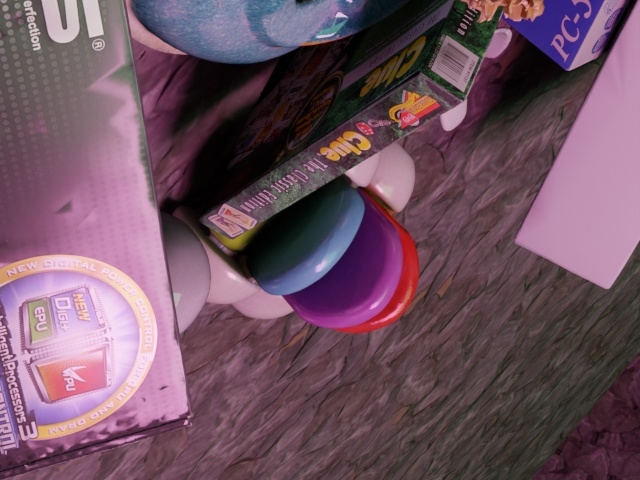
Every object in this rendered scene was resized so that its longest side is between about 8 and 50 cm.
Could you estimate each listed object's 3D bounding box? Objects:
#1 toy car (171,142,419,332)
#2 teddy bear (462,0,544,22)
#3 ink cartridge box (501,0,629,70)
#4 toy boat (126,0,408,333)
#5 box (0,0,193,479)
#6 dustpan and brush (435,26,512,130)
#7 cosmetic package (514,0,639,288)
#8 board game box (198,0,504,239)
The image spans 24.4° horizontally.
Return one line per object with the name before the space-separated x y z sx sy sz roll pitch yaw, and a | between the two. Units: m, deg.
toy car | 0.000 0.000 0.970 0.159 0.136 0.182 -43 159 7
teddy bear | 0.142 -0.203 0.620 0.338 0.113 0.245 -1 129 -47
ink cartridge box | 0.182 -0.225 0.984 0.046 0.097 0.207 -28 152 -40
toy boat | -0.039 -0.101 0.684 0.318 0.148 0.267 -50 172 19
box | -0.167 -0.026 0.493 0.216 0.060 0.270 -14 125 -14
dustpan and brush | 0.086 -0.122 1.033 0.147 0.060 0.211 -42 158 -13
cosmetic package | 0.290 -0.184 1.131 0.284 0.097 0.377 -54 170 -40
board game box | 0.021 -0.090 0.782 0.259 0.030 0.136 -27 -148 60
